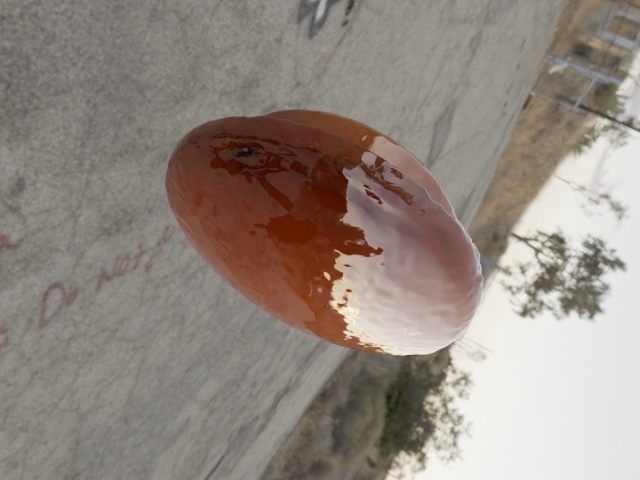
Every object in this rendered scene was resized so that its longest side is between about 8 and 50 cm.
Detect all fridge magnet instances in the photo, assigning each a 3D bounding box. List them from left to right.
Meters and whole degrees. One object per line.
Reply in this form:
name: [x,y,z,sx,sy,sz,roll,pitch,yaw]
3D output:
fridge magnet: [0.000,0.000,0.682,0.364,0.363,0.155,103,13,-60]
